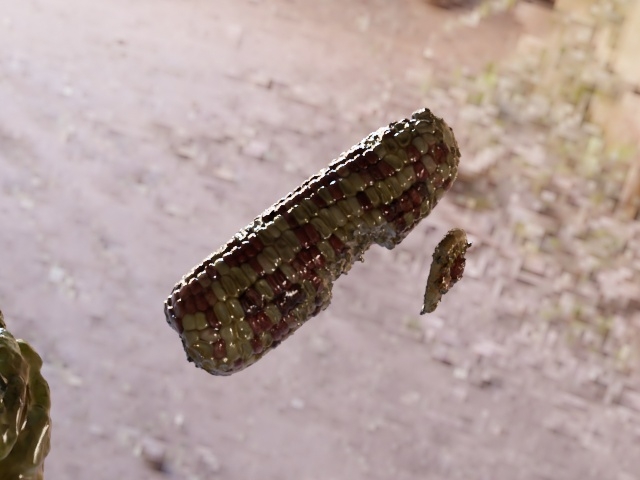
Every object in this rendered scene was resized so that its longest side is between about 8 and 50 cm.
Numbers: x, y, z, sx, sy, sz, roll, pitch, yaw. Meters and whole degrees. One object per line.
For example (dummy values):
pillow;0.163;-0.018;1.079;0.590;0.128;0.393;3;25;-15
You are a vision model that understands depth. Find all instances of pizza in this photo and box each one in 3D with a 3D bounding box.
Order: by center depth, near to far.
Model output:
pizza;0.104;0.028;1.565;0.025;0.078;0.083;20;12;12

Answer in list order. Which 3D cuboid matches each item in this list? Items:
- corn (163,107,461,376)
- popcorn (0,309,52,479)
corn;0.000;0.000;1.563;0.098;0.290;0.098;52;-6;8
popcorn;-0.228;0.109;1.028;0.142;0.174;0.173;21;19;37
